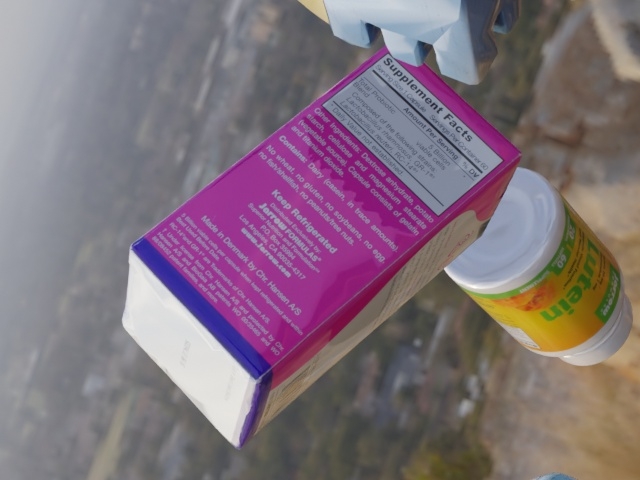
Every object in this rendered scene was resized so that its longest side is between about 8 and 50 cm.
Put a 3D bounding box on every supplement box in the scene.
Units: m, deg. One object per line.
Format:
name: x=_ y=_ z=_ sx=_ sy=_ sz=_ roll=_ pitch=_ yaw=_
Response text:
supplement box: x=0.000 y=0.000 z=1.043 sx=0.220 sy=0.114 sz=0.111 roll=-38 pitch=-15 yaw=-24

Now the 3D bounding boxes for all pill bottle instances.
pill bottle: x=0.231 y=0.037 z=1.810 sx=0.136 sy=0.245 sz=0.136 roll=-16 pitch=56 yaw=26

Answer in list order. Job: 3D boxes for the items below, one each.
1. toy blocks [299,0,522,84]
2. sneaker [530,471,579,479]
toy blocks: x=0.007 y=-0.152 z=0.429 sx=0.191 sy=0.381 sz=0.261 roll=-60 pitch=-24 yaw=-21
sneaker: x=0.367 y=0.292 z=1.762 sx=0.127 sy=0.319 sz=0.208 roll=-39 pitch=-21 yaw=-51
